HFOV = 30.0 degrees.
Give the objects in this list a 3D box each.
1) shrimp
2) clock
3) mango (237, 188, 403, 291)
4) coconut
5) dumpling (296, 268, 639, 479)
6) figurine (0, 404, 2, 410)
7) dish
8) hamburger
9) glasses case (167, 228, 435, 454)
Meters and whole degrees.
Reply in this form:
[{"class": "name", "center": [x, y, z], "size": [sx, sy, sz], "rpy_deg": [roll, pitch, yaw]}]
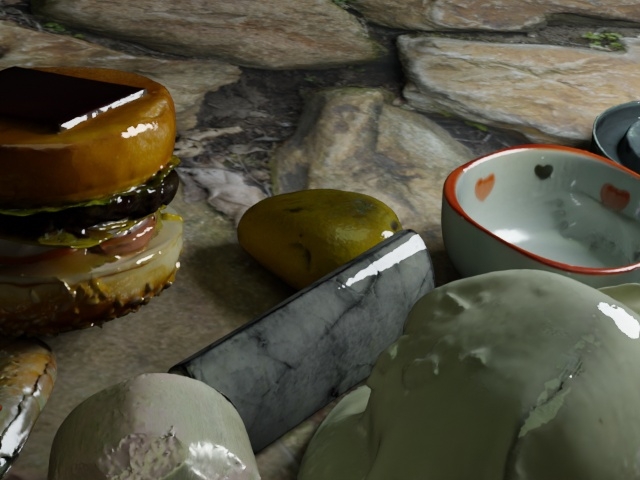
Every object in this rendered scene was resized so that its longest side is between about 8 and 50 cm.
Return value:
[{"class": "shrimp", "center": [-0.302, 0.154, 1.003], "size": [0.143, 0.052, 0.251], "rpy_deg": [-6, 25, 1]}, {"class": "clock", "center": [0.477, -0.094, 1.505], "size": [0.280, 0.055, 0.281], "rpy_deg": [5, 33, -3]}, {"class": "mango", "center": [0.000, 0.000, 1.243], "size": [0.195, 0.098, 0.137], "rpy_deg": [14, 37, 21]}, {"class": "coconut", "center": [-0.122, 0.194, 0.862], "size": [0.170, 0.171, 0.183], "rpy_deg": [1, 31, -8]}, {"class": "dumpling", "center": [0.130, 0.155, 0.972], "size": [0.315, 0.233, 0.395], "rpy_deg": [-11, 21, 42]}, {"class": "figurine", "center": [-0.350, 0.098, 0.905], "size": [0.226, 0.184, 0.160], "rpy_deg": [5, 30, 25]}, {"class": "dish", "center": [0.248, 0.008, 1.250], "size": [0.256, 0.117, 0.256], "rpy_deg": [5, 32, -3]}, {"class": "hamburger", "center": [-0.257, -0.035, 1.122], "size": [0.290, 0.225, 0.291], "rpy_deg": [1, 21, 0]}, {"class": "glasses case", "center": [-0.009, 0.093, 1.068], "size": [0.060, 0.114, 0.299], "rpy_deg": [15, 34, 41]}]
